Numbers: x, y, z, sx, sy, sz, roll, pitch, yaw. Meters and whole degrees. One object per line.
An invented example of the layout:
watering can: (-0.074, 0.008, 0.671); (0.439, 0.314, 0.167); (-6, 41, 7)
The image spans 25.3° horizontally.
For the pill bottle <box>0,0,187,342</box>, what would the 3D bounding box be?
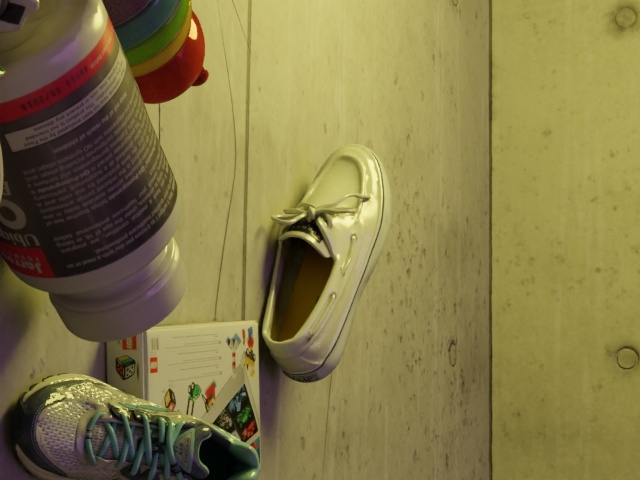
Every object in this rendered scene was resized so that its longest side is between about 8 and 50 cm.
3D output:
pill bottle: (-0.230, -0.064, 1.295); (0.176, 0.176, 0.318); (-69, 150, -45)

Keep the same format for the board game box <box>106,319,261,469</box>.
board game box: (-0.152, 0.192, 1.654); (0.305, 0.053, 0.193); (5, 83, -69)

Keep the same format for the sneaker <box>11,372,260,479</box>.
sneaker: (-0.175, 0.197, 1.423); (0.283, 0.122, 0.110); (20, 72, -45)

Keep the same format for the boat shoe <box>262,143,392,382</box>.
boat shoe: (-0.008, 0.001, 1.971); (0.156, 0.136, 0.367); (53, 50, -52)

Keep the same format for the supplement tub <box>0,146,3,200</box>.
supplement tub: (-0.336, -0.048, 0.975); (0.144, 0.200, 0.144); (-1, 90, -69)

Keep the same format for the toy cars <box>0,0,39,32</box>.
toy cars: (-0.358, -0.174, 1.017); (0.087, 0.176, 0.394); (-64, 168, 17)

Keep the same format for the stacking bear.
stacking bear: (-0.198, -0.238, 1.441); (0.289, 0.175, 0.164); (60, 32, -65)

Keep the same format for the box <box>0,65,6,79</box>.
box: (-0.327, -0.070, 1.114); (0.043, 0.179, 0.105); (41, 26, 3)
